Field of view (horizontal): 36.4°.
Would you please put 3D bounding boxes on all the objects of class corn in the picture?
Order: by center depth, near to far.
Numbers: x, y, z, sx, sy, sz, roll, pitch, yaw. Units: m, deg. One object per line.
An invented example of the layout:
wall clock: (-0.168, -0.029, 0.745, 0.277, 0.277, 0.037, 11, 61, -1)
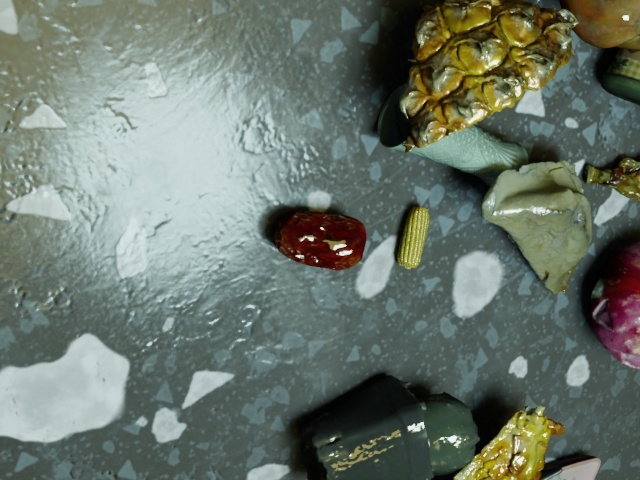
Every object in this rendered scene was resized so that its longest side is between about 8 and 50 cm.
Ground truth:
corn: (0.134, -0.004, 1.396, 0.037, 0.037, 0.092, 9, 99, -29)

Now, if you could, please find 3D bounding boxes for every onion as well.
onion: (0.521, 0.098, 1.551, 0.201, 0.200, 0.207, 20, 108, -30)

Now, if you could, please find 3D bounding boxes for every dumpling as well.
dumpling: (0.353, -0.030, 1.424, 0.166, 0.086, 0.332, -53, 142, 0)

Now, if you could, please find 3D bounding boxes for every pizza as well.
pizza: (0.290, 0.348, 1.490, 0.289, 0.081, 0.228, -4, 126, -54)

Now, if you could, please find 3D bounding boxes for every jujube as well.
jujube: (0.000, 0.000, 1.309, 0.129, 0.077, 0.077, 7, 103, -23)

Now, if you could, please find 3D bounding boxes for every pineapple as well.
pineapple: (0.228, -0.260, 1.238, 0.334, 0.161, 0.158, -33, 103, -31)

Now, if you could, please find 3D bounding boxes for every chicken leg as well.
chicken leg: (0.497, -0.103, 1.537, 0.178, 0.070, 0.093, 4, 129, -15)

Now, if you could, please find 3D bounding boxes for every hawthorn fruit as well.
hawthorn fruit: (0.403, -0.383, 1.324, 0.199, 0.251, 0.199, -15, 155, -7)

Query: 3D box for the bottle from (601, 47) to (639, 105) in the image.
bottle: (0.519, -0.332, 1.435, 0.156, 0.143, 0.271, 22, 100, 9)

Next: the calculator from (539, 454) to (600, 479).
calculator: (0.346, 0.500, 1.660, 0.330, 0.048, 0.220, -25, 117, -16)

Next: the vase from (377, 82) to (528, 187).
vase: (0.192, -0.136, 1.356, 0.219, 0.096, 0.096, 20, 96, -33)

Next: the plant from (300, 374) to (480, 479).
plant: (0.101, 0.292, 1.416, 0.256, 0.142, 0.164, -6, 108, -14)
